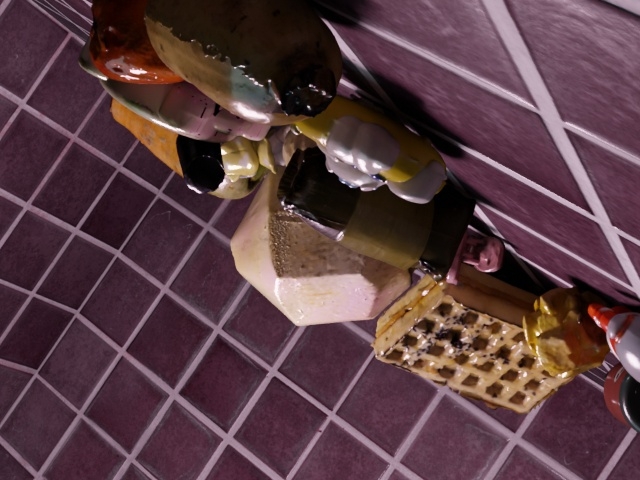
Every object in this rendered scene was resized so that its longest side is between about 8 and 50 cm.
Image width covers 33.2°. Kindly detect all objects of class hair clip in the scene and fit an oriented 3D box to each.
[{"bbox_3d":[0.239,0.013,1.855,0.102,0.123,0.138,12,-174,-30],"label":"hair clip"}]

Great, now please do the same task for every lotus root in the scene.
[{"bbox_3d":[-0.077,-0.207,1.126,0.160,0.146,0.284,9,-157,-41],"label":"lotus root"}]

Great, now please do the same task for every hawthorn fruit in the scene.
[{"bbox_3d":[-0.245,-0.302,1.537,0.179,0.173,0.173,10,174,10],"label":"hawthorn fruit"}]

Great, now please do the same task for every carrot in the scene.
[{"bbox_3d":[-0.257,-0.240,2.214,0.341,0.224,0.224,33,178,10],"label":"carrot"}]

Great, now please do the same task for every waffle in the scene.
[{"bbox_3d":[0.320,0.188,2.047,0.376,0.261,0.114,24,-134,-22],"label":"waffle"}]

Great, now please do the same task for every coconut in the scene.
[{"bbox_3d":[0.000,0.000,2.064,0.352,0.352,0.352,34,178,1],"label":"coconut"}]

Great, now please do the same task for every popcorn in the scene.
[{"bbox_3d":[0.410,0.146,1.755,0.148,0.167,0.152,62,154,1],"label":"popcorn"}]

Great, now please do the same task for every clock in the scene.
[{"bbox_3d":[-0.229,-0.262,1.761,0.284,0.114,0.309,35,-164,12],"label":"clock"}]

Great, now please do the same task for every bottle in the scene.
[{"bbox_3d":[0.604,0.281,1.991,0.144,0.144,0.336,34,-179,7],"label":"bottle"}]

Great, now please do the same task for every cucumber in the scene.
[{"bbox_3d":[0.352,0.075,2.119,0.211,0.062,0.078,35,178,-7],"label":"cucumber"}]

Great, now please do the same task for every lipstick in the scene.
[{"bbox_3d":[-0.219,-0.184,1.893,0.077,0.077,0.418,35,-167,-21],"label":"lipstick"}]

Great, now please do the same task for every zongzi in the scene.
[{"bbox_3d":[0.060,-0.072,1.697,0.289,0.154,0.317,23,-174,-16],"label":"zongzi"}]

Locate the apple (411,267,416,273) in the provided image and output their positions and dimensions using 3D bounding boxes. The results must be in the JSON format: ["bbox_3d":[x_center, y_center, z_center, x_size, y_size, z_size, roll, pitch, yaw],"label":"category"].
[{"bbox_3d":[0.059,-0.007,2.440,0.314,0.252,0.309,31,-165,-12],"label":"apple"}]

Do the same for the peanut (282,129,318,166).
[{"bbox_3d":[0.021,-0.130,1.813,0.136,0.120,0.298,59,-170,24],"label":"peanut"}]

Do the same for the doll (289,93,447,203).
[{"bbox_3d":[0.059,-0.120,1.386,0.252,0.111,0.237,28,-175,40],"label":"doll"}]

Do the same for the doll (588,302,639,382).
[{"bbox_3d":[0.472,0.149,1.504,0.200,0.105,0.336,35,-174,7],"label":"doll"}]

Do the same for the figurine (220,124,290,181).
[{"bbox_3d":[-0.103,-0.173,1.956,0.208,0.184,0.128,32,149,45],"label":"figurine"}]
